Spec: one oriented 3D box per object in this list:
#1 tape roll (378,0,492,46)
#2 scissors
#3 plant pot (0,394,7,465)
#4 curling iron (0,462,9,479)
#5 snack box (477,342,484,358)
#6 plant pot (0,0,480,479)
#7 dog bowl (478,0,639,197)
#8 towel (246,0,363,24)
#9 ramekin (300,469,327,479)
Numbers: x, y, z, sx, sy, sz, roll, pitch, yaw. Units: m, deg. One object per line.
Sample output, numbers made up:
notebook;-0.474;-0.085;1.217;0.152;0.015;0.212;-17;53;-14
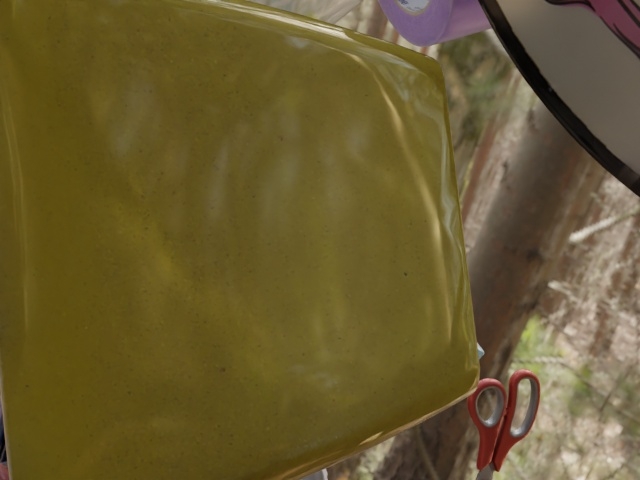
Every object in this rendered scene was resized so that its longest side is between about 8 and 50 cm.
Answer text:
tape roll;0.106;-0.273;0.896;0.080;0.189;0.189;-18;42;-16
scissors;0.234;0.316;1.370;0.109;0.297;0.021;1;13;-23
plant pot;-0.188;0.187;1.005;0.236;0.236;0.212;-20;59;-44
curling iron;-0.183;0.138;0.537;0.035;0.068;0.274;-24;56;-36
snack box;0.000;0.000;0.850;0.187;0.060;0.322;34;9;-23
plant pot;-0.047;0.006;0.457;0.187;0.212;0.212;-6;-4;-15
dog bowl;0.275;-0.191;0.532;0.408;0.150;0.408;9;64;-20
towel;-0.041;-0.255;0.565;0.090;0.374;0.320;34;62;28
ramekin;-0.086;0.377;1.591;0.207;0.207;0.109;3;7;-21
